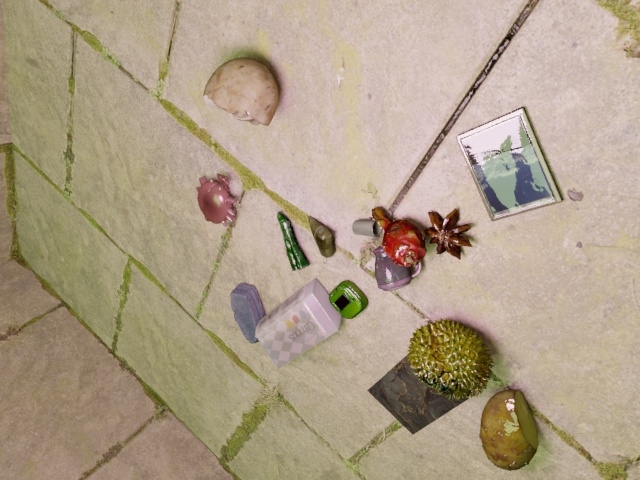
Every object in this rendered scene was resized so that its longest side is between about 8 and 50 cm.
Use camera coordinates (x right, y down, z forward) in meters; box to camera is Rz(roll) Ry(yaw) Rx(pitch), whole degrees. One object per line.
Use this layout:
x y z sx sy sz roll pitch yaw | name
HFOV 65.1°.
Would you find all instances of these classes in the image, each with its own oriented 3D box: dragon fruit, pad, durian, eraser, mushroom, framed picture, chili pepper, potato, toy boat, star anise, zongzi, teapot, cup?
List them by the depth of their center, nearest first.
0.479 -0.187 1.284 0.189 0.023 0.260 -18 103 40 | framed picture
0.364 -0.019 1.447 0.168 0.057 0.168 24 132 28 | star anise
0.226 -0.020 1.504 0.125 0.125 0.246 -50 56 12 | dragon fruit
0.396 0.363 1.553 0.291 0.225 0.291 23 163 8 | durian
0.231 0.076 1.574 0.148 0.116 0.146 -17 92 47 | teapot
-0.229 -0.469 1.575 0.253 0.195 0.189 31 98 28 | mushroom
0.595 0.602 1.584 0.176 0.141 0.298 6 120 25 | potato
0.154 -0.039 1.613 0.083 0.075 0.055 5 82 40 | cup
0.000 0.000 1.764 0.130 0.062 0.154 43 154 38 | zongzi
-0.113 -0.001 1.833 0.088 0.059 0.227 -8 108 45 | chili pepper
0.345 0.566 1.851 0.247 0.007 0.367 43 133 9 | pad
-0.095 0.330 1.962 0.397 0.082 0.213 -41 82 38 | eraser
-0.302 0.323 2.161 0.127 0.078 0.283 3 116 33 | toy boat

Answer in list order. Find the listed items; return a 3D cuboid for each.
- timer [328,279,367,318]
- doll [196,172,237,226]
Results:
0.096 0.216 1.805 0.128 0.047 0.140 48 134 6 | timer
-0.406 -0.156 1.942 0.211 0.093 0.262 41 134 15 | doll
